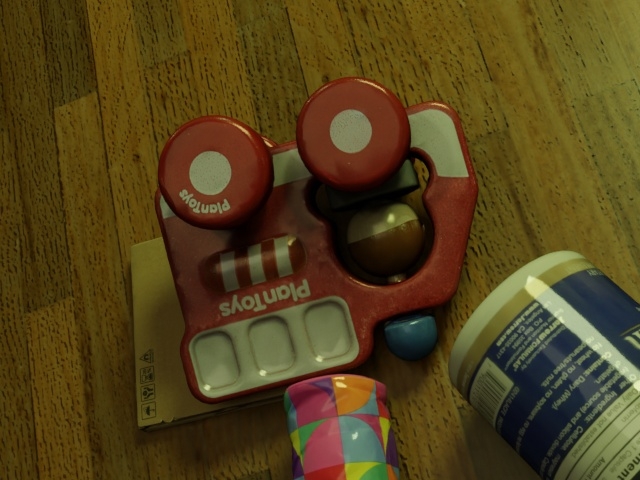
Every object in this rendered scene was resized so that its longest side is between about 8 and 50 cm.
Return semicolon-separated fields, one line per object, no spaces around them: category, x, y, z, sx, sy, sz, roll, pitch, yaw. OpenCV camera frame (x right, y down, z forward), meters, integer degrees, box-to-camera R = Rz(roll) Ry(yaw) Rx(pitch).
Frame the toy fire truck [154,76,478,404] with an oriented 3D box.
toy fire truck;0.000;0.000;0.931;0.302;0.169;0.254;-15;88;6

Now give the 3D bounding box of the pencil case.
pencil case;0.021;0.234;0.855;0.104;0.104;0.236;-13;63;17

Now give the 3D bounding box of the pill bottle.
pill bottle;0.236;0.143;0.770;0.153;0.153;0.265;-44;60;1

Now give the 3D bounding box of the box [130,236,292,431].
box;-0.114;0.078;1.018;0.164;0.021;0.201;-15;64;16
